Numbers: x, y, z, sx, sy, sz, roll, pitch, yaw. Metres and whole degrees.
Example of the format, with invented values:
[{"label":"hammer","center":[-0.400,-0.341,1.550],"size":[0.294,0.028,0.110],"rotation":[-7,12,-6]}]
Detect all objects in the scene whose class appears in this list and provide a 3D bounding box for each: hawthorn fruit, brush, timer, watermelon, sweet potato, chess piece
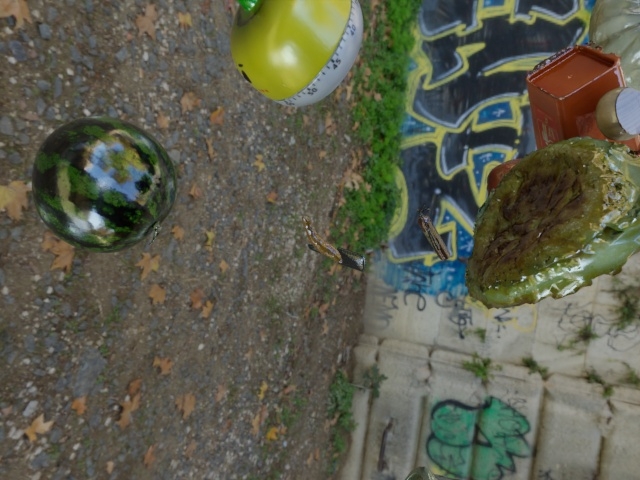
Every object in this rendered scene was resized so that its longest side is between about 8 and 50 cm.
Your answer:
[{"label":"hawthorn fruit","center":[0.540,-0.141,1.160],"size":[0.157,0.193,0.157],"rotation":[19,67,-56]},{"label":"brush","center":[0.046,0.044,1.322],"size":[0.016,0.193,0.063],"rotation":[-43,142,-44]},{"label":"timer","center":[-0.082,-0.418,0.840],"size":[0.285,0.285,0.286],"rotation":[8,90,-73]},{"label":"watermelon","center":[-0.411,-0.111,0.868],"size":[0.269,0.268,0.269],"rotation":[8,90,-73]},{"label":"sweet potato","center":[-0.001,0.004,1.133],"size":[0.179,0.044,0.044],"rotation":[47,47,-30]},{"label":"chess piece","center":[0.478,-0.200,0.703],"size":[0.038,0.083,0.084],"rotation":[173,-71,-68]}]

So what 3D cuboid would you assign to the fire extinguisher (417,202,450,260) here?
[{"label":"fire extinguisher","center":[0.259,-0.010,1.029],"size":[0.173,0.035,0.049],"rotation":[51,52,-34]}]

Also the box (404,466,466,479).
[{"label":"box","center":[0.199,0.530,0.764],"size":[0.138,0.178,0.274],"rotation":[-105,-144,-59]}]

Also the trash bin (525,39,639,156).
[{"label":"trash bin","center":[0.495,-0.229,0.822],"size":[0.239,0.184,0.161],"rotation":[52,13,-38]}]

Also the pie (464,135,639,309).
[{"label":"pie","center":[0.356,-0.026,0.707],"size":[0.354,0.102,0.288],"rotation":[-42,-162,46]}]

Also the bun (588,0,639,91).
[{"label":"bun","center":[0.829,-0.505,1.034],"size":[0.211,0.359,0.360],"rotation":[5,93,-76]}]
